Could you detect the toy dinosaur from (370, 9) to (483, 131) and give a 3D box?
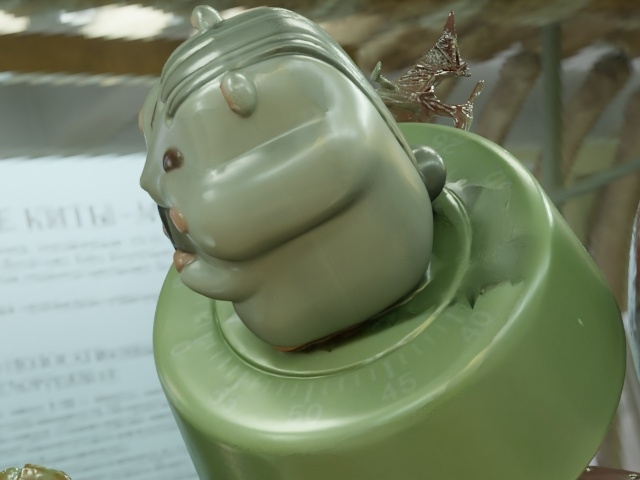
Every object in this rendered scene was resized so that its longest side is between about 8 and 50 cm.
[{"bbox_3d":[0.093,-0.122,1.426,0.108,0.220,0.032,19,-25,-12],"label":"toy dinosaur"}]

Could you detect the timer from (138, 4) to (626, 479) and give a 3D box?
[{"bbox_3d":[0.000,0.000,0.935,0.291,0.291,0.315,-17,-46,14],"label":"timer"}]

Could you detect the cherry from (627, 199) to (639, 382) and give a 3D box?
[{"bbox_3d":[0.311,0.047,1.007,0.236,0.285,0.213,-25,-10,-1],"label":"cherry"}]

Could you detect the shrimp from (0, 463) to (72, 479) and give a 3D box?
[{"bbox_3d":[-0.236,0.246,1.178,0.180,0.099,0.041,-59,-8,5],"label":"shrimp"}]

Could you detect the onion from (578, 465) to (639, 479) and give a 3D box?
[{"bbox_3d":[0.191,0.280,1.141,0.219,0.252,0.252,-12,-12,-20],"label":"onion"}]
